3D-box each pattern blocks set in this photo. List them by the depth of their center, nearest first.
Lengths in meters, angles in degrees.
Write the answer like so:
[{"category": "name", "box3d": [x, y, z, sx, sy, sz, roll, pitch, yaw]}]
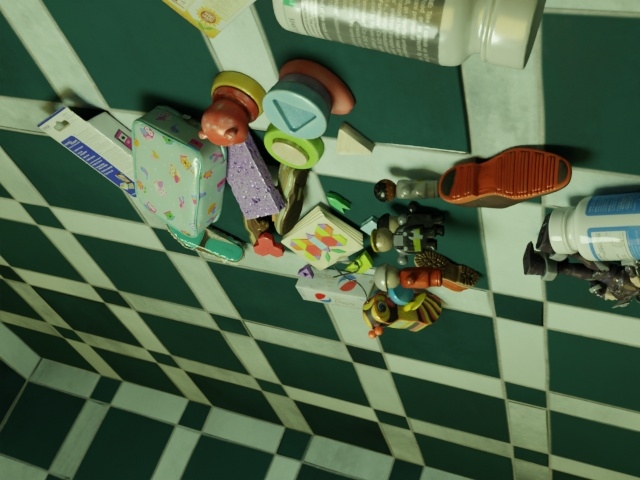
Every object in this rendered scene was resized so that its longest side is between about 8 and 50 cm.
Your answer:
[{"category": "pattern blocks set", "box3d": [0.000, 0.000, 1.973, 0.285, 0.026, 0.325, 27, 141, -11]}]

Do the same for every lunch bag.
[{"category": "lunch bag", "box3d": [-0.325, -0.163, 1.840, 0.224, 0.108, 0.279, 32, 137, 21]}]

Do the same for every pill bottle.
[{"category": "pill bottle", "box3d": [0.130, -0.361, 1.144, 0.361, 0.204, 0.204, 16, 151, 14]}, {"category": "pill bottle", "box3d": [0.543, -0.025, 1.496, 0.221, 0.124, 0.124, -2, 143, 40]}]

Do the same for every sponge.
[{"category": "sponge", "box3d": [-0.166, -0.150, 1.811, 0.117, 0.031, 0.210, -8, 115, 45]}]

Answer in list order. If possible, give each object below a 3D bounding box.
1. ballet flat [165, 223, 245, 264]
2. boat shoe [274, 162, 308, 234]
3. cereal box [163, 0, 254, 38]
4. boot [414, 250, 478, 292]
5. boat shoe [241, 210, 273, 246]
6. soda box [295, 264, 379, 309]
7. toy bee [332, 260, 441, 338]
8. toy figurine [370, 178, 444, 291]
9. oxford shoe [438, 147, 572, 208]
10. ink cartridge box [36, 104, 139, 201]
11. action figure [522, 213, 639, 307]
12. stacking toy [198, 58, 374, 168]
[{"category": "ballet flat", "box3d": [-0.315, -0.002, 2.209, 0.241, 0.091, 0.077, 31, 173, -7]}, {"category": "boat shoe", "box3d": [-0.080, -0.102, 1.852, 0.072, 0.068, 0.190, 33, 126, 23]}, {"category": "cereal box", "box3d": [-0.188, -0.457, 1.378, 0.173, 0.047, 0.240, 37, 148, -23]}, {"category": "boot", "box3d": [0.286, 0.080, 1.931, 0.158, 0.059, 0.084, 25, 156, -5]}, {"category": "boat shoe", "box3d": [-0.160, -0.049, 2.043, 0.060, 0.064, 0.178, -13, 147, 2]}, {"category": "soda box", "box3d": [0.048, 0.126, 2.160, 0.216, 0.074, 0.069, 8, 148, 27]}, {"category": "toy bee", "box3d": [0.163, 0.180, 2.014, 0.298, 0.162, 0.195, 9, 147, -7]}, {"category": "toy figurine", "box3d": [0.175, -0.016, 1.685, 0.148, 0.213, 0.209, -1, 146, 14]}, {"category": "oxford shoe", "box3d": [0.361, -0.111, 1.541, 0.271, 0.097, 0.098, -2, 163, 45]}, {"category": "ink cartridge box", "box3d": [-0.501, -0.209, 2.006, 0.371, 0.069, 0.176, 37, 149, -28]}, {"category": "action figure", "box3d": [0.565, 0.056, 1.652, 0.285, 0.099, 0.185, 21, 144, -4]}, {"category": "stacking toy", "box3d": [-0.070, -0.210, 1.622, 0.309, 0.130, 0.279, -3, 141, 40]}]
